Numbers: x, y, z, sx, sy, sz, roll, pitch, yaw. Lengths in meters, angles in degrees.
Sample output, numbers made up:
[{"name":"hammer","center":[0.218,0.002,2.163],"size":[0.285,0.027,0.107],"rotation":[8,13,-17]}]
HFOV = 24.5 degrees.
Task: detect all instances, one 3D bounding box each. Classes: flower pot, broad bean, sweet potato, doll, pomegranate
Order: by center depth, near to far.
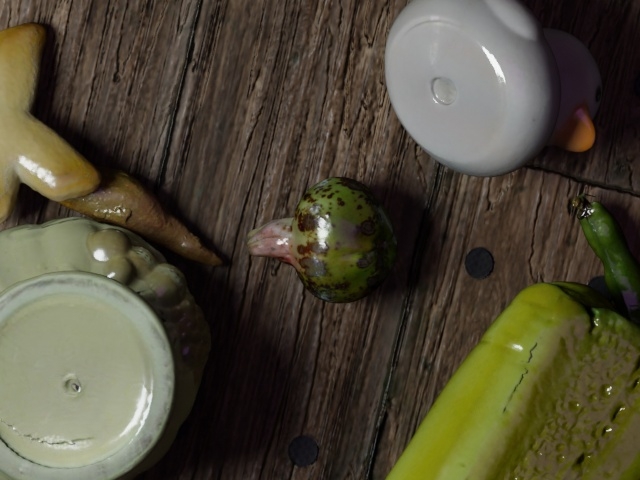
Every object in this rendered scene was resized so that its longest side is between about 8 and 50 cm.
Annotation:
[{"name":"flower pot","center":[-0.258,0.129,1.505],"size":[0.308,0.244,0.307],"rotation":[-1,94,-12]},{"name":"sweet potato","center":[-0.200,-0.035,1.599],"size":[0.226,0.068,0.068],"rotation":[24,88,-15]},{"name":"pomegranate","center":[0.004,0.003,1.612],"size":[0.163,0.125,0.138],"rotation":[-9,107,-10]},{"name":"doll","center":[0.201,-0.184,1.629],"size":[0.221,0.221,0.251],"rotation":[-44,72,-6]},{"name":"broad bean","center":[0.360,0.059,1.720],"size":[0.046,0.065,0.254],"rotation":[-23,91,32]}]

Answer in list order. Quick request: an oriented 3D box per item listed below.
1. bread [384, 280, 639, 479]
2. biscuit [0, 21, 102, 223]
[{"name":"bread","center":[0.236,0.233,1.627],"size":[0.251,0.208,0.376],"rotation":[34,85,-4]},{"name":"biscuit","center":[-0.336,-0.121,1.547],"size":[0.164,0.047,0.207],"rotation":[-21,76,-12]}]
